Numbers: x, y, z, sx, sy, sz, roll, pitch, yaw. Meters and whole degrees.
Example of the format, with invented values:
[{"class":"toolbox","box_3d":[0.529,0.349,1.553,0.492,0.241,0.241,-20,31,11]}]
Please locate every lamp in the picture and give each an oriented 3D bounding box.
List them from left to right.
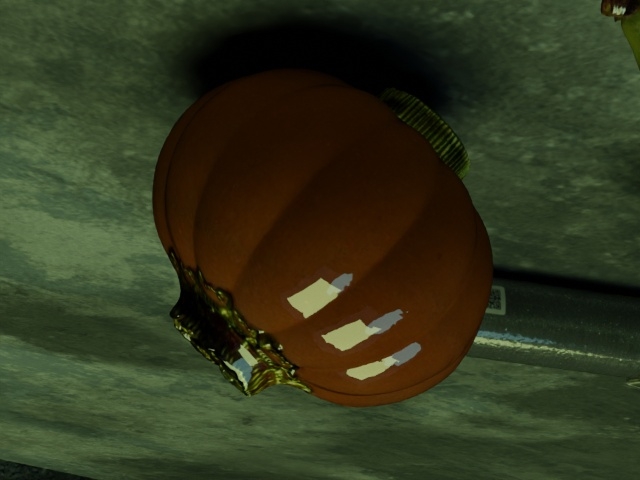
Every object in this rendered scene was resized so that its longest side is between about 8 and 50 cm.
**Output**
[{"class":"lamp","box_3d":[0.000,0.000,0.811,0.223,0.196,0.223,41,168,11]}]

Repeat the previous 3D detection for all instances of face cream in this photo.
[{"class":"face cream","box_3d":[0.216,0.077,1.184,0.283,0.073,0.073,8,161,-10]}]

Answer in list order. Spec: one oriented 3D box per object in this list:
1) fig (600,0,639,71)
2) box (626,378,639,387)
[{"class":"fig","box_3d":[0.229,-0.072,0.713,0.185,0.133,0.126,40,-174,14]},{"class":"box","box_3d":[0.474,0.116,1.278,0.180,0.047,0.325,20,156,-38]}]
